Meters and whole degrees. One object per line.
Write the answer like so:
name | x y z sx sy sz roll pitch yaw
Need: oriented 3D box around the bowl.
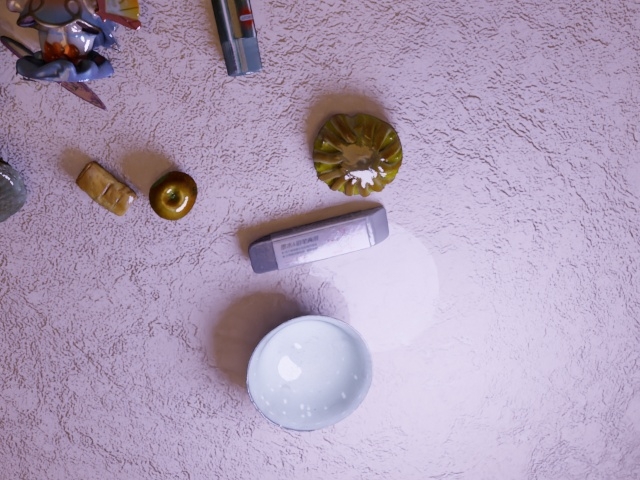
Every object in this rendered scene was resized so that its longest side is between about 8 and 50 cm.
bowl | -0.035 0.302 1.572 0.313 0.146 0.313 -3 109 -10

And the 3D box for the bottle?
bottle | -0.187 -0.494 1.325 0.082 0.082 0.286 -12 110 -5

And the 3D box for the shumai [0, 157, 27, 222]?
shumai | -0.767 -0.156 1.329 0.222 0.204 0.272 -29 146 9

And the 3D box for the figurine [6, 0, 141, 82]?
figurine | -0.491 -0.522 1.205 0.276 0.248 0.388 -3 117 -11

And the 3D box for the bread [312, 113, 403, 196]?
bread | 0.087 -0.194 1.457 0.213 0.105 0.213 -3 111 -9

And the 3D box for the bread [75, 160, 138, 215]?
bread | -0.481 -0.116 1.414 0.132 0.053 0.074 42 97 -17

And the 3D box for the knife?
knife | -0.565 -0.358 1.344 0.247 0.018 0.035 33 97 -20

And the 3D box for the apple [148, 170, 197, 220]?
apple | -0.329 -0.099 1.418 0.114 0.102 0.099 -34 108 2

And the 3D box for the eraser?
eraser | 0.000 0.000 1.526 0.351 0.061 0.089 -13 110 -4
